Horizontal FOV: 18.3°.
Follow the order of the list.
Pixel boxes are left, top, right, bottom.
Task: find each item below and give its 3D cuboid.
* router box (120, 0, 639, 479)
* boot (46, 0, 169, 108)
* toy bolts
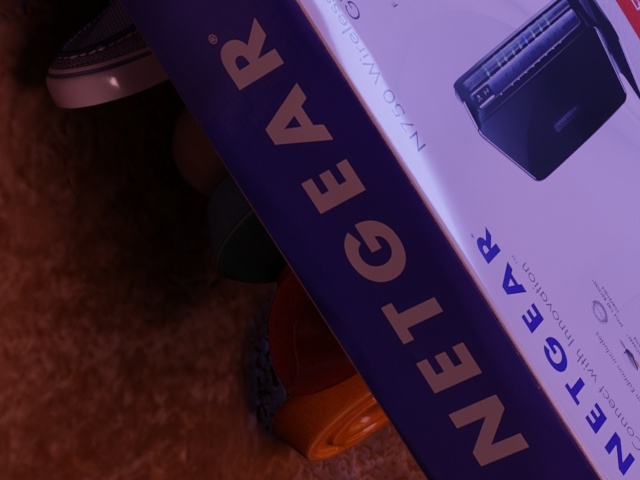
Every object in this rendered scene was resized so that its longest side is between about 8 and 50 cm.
[{"bbox_3d":[0.082,-0.060,0.962,0.335,0.082,0.301,57,36,-7],"label":"router box"},{"bbox_3d":[-0.076,-0.137,0.965,0.190,0.069,0.086,-43,123,-47],"label":"boot"},{"bbox_3d":[0.000,0.000,1.074,0.218,0.158,0.228,-44,160,22],"label":"toy bolts"}]
